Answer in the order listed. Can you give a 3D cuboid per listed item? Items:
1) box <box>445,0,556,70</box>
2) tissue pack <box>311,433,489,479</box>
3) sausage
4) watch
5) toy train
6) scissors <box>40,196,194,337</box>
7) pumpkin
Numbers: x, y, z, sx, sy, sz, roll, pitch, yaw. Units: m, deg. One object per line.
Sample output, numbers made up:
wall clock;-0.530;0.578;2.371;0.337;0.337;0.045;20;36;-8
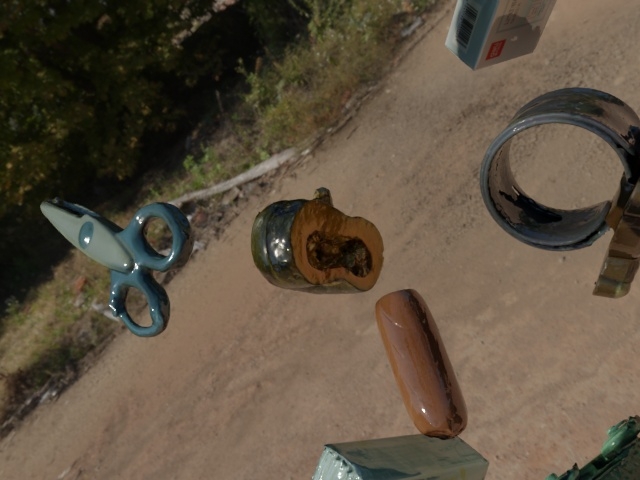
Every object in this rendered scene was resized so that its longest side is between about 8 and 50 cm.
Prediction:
box;0.277;-0.380;0.730;0.135;0.269;0.079;-23;58;-21
tissue pack;0.146;0.553;1.069;0.162;0.388;0.288;23;98;50
sausage;0.202;0.248;1.072;0.121;0.121;0.304;-32;58;25
watch;0.479;-0.101;1.018;0.326;0.335;0.314;23;42;26
toy train;0.439;0.434;0.856;0.150;0.368;0.237;53;139;33
scissors;-0.241;0.000;0.590;0.289;0.041;0.138;23;99;36
pumpkin;0.000;0.000;1.136;0.139;0.317;0.222;-11;73;44
